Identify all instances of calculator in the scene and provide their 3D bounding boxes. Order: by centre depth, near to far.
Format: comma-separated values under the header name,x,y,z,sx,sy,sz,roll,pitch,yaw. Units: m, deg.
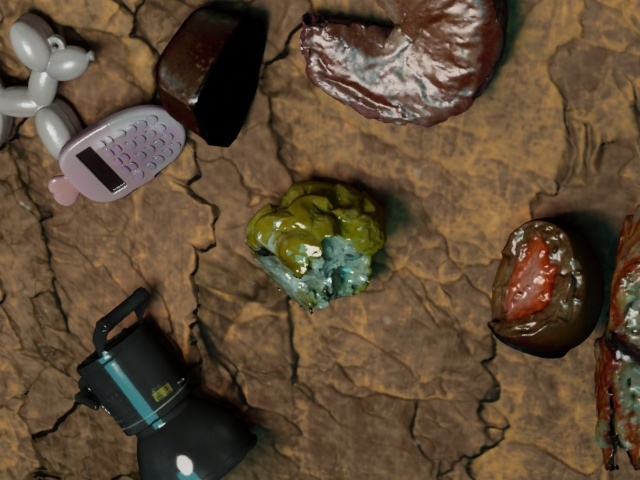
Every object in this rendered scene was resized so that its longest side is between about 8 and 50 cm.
name,x,y,z,sx,sy,sz,roll,pitch,yaw
calculator,-0.223,-0.091,1.662,0.166,0.024,0.103,-30,136,10

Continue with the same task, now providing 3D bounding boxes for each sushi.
name,x,y,z,sx,sy,sz,roll,pitch,yaw
sushi,0.355,0.093,1.578,0.130,0.124,0.332,2,119,2

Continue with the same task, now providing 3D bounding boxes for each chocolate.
name,x,y,z,sx,sy,sz,roll,pitch,yaw
chocolate,-0.127,-0.166,1.582,0.080,0.125,0.148,27,126,19
chocolate,0.236,0.045,1.584,0.124,0.127,0.133,30,112,17

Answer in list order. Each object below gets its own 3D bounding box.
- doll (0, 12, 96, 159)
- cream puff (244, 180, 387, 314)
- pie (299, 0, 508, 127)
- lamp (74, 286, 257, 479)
name,x,y,z,sx,sy,sz,roll,pitch,yaw
doll,-0.313,-0.166,1.658,0.161,0.059,0.160,3,119,14
cream puff,0.001,-0.001,1.635,0.156,0.156,0.121,-53,52,30
pie,0.083,-0.213,1.528,0.204,0.054,0.218,18,121,6
lamp,-0.202,0.186,1.783,0.227,0.147,0.172,54,141,-6
